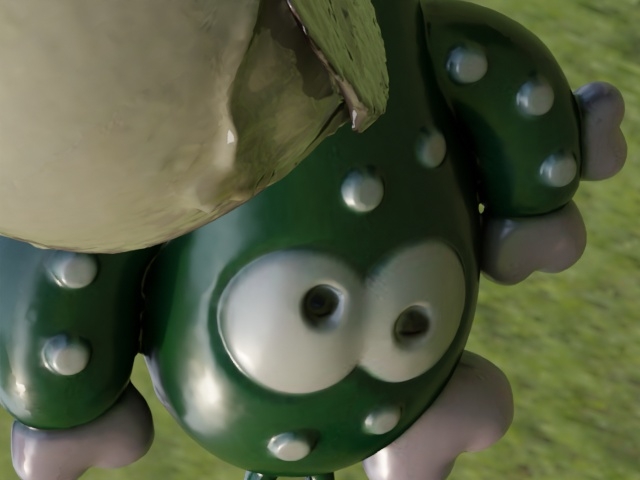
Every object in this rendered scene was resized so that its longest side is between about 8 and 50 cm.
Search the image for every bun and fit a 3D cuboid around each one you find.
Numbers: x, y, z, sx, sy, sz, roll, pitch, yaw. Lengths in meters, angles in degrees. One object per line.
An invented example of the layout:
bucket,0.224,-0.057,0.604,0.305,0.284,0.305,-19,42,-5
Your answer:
bun,-0.070,-0.075,0.373,0.120,0.172,0.173,-23,27,8

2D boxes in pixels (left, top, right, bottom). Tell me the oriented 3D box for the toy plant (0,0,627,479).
toy plant,-0.005,0.002,0.730,0.243,0.233,0.112,-66,27,10
